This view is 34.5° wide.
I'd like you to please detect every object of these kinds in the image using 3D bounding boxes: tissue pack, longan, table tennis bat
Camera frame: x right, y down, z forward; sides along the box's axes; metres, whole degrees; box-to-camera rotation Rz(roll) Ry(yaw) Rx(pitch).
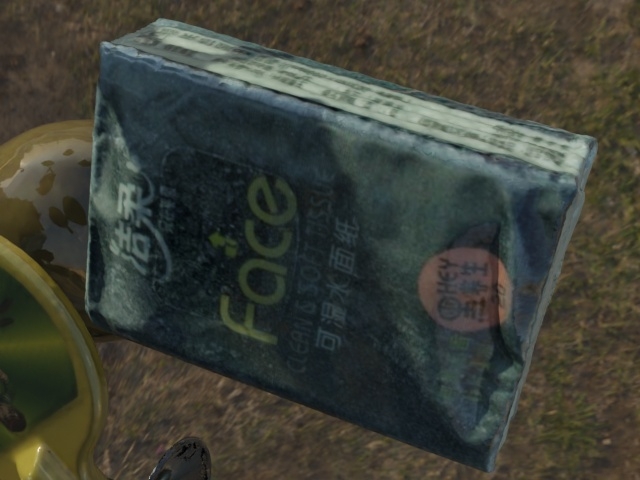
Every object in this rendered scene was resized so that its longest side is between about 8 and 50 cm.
[{"bbox_3d":[0.000,0.000,0.692,0.316,0.228,0.103,18,30,15],"label":"tissue pack"},{"bbox_3d":[-0.298,-0.011,1.305,0.288,0.350,0.288,-8,62,15],"label":"longan"},{"bbox_3d":[-0.198,0.121,0.682,0.321,0.198,0.050,54,29,-9],"label":"table tennis bat"}]

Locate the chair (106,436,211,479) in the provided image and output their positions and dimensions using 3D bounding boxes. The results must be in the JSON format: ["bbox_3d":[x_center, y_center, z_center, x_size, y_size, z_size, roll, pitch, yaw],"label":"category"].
[{"bbox_3d":[-0.386,0.340,1.521,0.401,0.226,0.226,15,68,20],"label":"chair"}]
